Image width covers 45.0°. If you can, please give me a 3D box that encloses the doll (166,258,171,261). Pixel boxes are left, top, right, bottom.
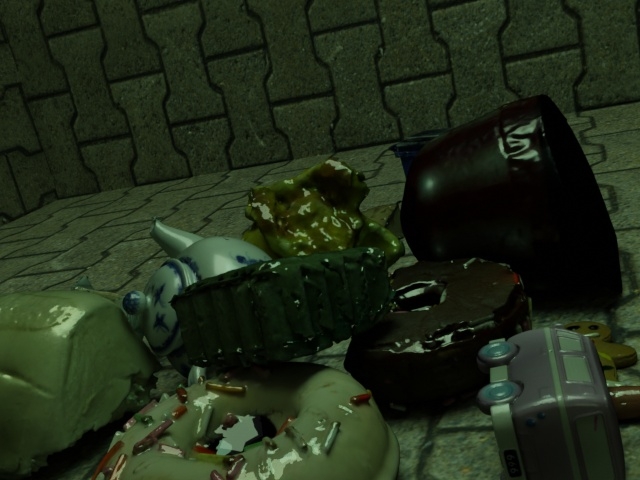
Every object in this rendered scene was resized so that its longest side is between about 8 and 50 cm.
[{"bbox_3d":[-0.277,0.113,1.608,0.196,0.152,0.256,-5,13,-2],"label":"doll"}]

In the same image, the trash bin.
[{"bbox_3d":[0.289,-0.156,1.936,0.184,0.234,0.163,2,20,42],"label":"trash bin"}]

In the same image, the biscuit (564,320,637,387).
[{"bbox_3d":[0.371,0.168,1.110,0.158,0.035,0.240,-4,18,22],"label":"biscuit"}]

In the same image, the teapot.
[{"bbox_3d":[-0.197,0.116,1.295,0.280,0.252,0.424,9,40,-35],"label":"teapot"}]

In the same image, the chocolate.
[{"bbox_3d":[0.324,-0.046,1.411,0.331,0.383,0.383,-24,10,26],"label":"chocolate"}]

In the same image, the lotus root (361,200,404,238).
[{"bbox_3d":[0.117,-0.020,1.899,0.170,0.074,0.261,-5,19,28],"label":"lotus root"}]

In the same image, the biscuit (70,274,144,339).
[{"bbox_3d":[-0.432,0.172,1.518,0.079,0.186,0.309,23,-11,-41],"label":"biscuit"}]

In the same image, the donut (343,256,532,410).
[{"bbox_3d":[0.196,0.132,1.191,0.260,0.136,0.345,-8,18,18],"label":"donut"}]

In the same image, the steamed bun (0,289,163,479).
[{"bbox_3d":[-0.441,0.231,1.223,0.291,0.273,0.272,-11,31,20],"label":"steamed bun"}]

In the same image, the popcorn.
[{"bbox_3d":[-0.001,0.011,1.578,0.326,0.321,0.290,0,-5,-15],"label":"popcorn"}]

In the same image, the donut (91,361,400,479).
[{"bbox_3d":[-0.090,0.264,0.948,0.383,0.142,0.382,-12,15,3],"label":"donut"}]

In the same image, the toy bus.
[{"bbox_3d":[0.267,0.198,0.902,0.142,0.141,0.202,-14,16,16],"label":"toy bus"}]

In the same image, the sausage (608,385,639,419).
[{"bbox_3d":[0.433,0.199,0.942,0.177,0.040,0.047,-5,17,22],"label":"sausage"}]

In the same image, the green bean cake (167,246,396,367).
[{"bbox_3d":[-0.047,0.088,1.094,0.255,0.132,0.241,-15,-1,-44],"label":"green bean cake"}]
